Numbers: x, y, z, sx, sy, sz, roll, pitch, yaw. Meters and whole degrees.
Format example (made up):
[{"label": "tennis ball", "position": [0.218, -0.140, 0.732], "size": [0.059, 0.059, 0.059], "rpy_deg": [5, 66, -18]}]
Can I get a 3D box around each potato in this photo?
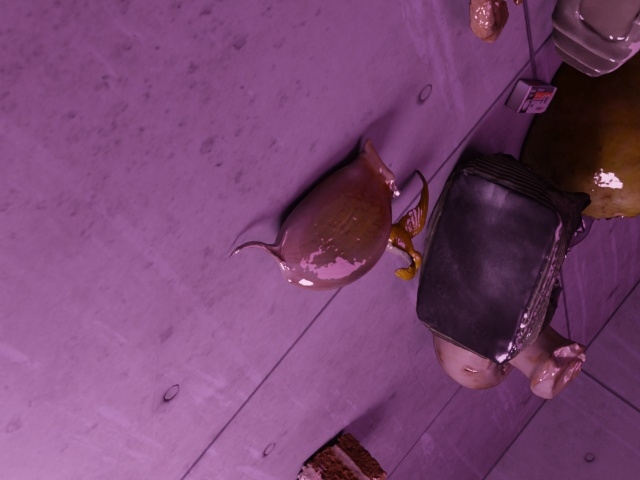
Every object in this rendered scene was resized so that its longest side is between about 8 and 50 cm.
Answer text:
[{"label": "potato", "position": [0.553, -0.204, 1.882], "size": [0.330, 0.280, 0.213], "rpy_deg": [-48, 157, -7]}]

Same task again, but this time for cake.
[{"label": "cake", "position": [0.032, 0.480, 2.044], "size": [0.147, 0.134, 0.135], "rpy_deg": [-25, 144, -31]}]

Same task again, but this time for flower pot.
[{"label": "flower pot", "position": [0.484, -0.411, 1.609], "size": [0.254, 0.164, 0.367], "rpy_deg": [-51, 168, -29]}]

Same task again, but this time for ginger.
[{"label": "ginger", "position": [0.276, -0.378, 1.439], "size": [0.259, 0.065, 0.149], "rpy_deg": [-54, 168, -13]}]

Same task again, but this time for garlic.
[{"label": "garlic", "position": [-0.001, 0.005, 1.416], "size": [0.266, 0.148, 0.128], "rpy_deg": [-42, -170, -32]}]

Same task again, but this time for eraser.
[{"label": "eraser", "position": [0.361, -0.246, 1.785], "size": [0.122, 0.029, 0.052], "rpy_deg": [-9, 131, -56]}]

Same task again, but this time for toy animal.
[{"label": "toy animal", "position": [0.112, 0.001, 1.604], "size": [0.155, 0.095, 0.219], "rpy_deg": [88, 14, -53]}]

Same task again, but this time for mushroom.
[{"label": "mushroom", "position": [0.381, 0.182, 2.062], "size": [0.297, 0.290, 0.297], "rpy_deg": [-39, 152, -26]}]

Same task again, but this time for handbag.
[{"label": "handbag", "position": [0.320, 0.018, 1.798], "size": [0.240, 0.247, 0.341], "rpy_deg": [-20, 130, -52]}]

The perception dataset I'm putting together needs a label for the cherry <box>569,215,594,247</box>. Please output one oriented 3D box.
[{"label": "cherry", "position": [0.520, -0.019, 2.260], "size": [0.188, 0.115, 0.148], "rpy_deg": [80, 32, -64]}]
